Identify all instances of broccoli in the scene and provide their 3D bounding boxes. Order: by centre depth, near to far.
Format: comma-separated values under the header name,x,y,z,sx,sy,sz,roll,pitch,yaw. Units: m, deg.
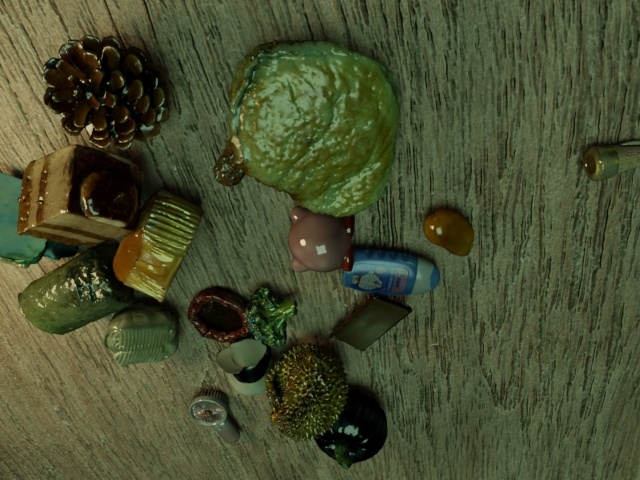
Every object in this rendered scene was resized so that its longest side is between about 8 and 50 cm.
name,x,y,z,sx,sy,sz,roll,pitch,yaw
broccoli,-0.134,0.216,1.454,0.160,0.167,0.154,-18,142,14

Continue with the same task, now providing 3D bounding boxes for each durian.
name,x,y,z,sx,sy,sz,roll,pitch,yaw
durian,-0.035,0.458,1.515,0.258,0.258,0.292,29,75,-13

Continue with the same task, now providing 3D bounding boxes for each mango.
name,x,y,z,sx,sy,sz,roll,pitch,yaw
mango,0.335,-0.025,1.314,0.159,0.084,0.105,30,104,-36

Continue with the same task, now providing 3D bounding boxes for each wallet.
name,x,y,z,sx,sy,sz,roll,pitch,yaw
wallet,0.142,0.239,1.480,0.133,0.039,0.243,24,133,-19

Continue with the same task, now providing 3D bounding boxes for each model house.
name,x,y,z,sx,sy,sz,roll,pitch,yaw
model house,-0.805,-0.016,1.339,0.261,0.225,0.241,20,150,-6

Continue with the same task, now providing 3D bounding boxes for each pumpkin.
name,x,y,z,sx,sy,sz,roll,pitch,yaw
pumpkin,0.086,0.616,1.617,0.248,0.248,0.248,2,121,3

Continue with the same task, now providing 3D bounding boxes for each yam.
name,x,y,z,sx,sy,sz,roll,pitch,yaw
yam,-0.662,0.142,1.418,0.300,0.195,0.195,-25,116,19

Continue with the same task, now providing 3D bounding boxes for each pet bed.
name,x,y,z,sx,sy,sz,roll,pitch,yaw
pet bed,-0.301,0.227,1.520,0.201,0.053,0.201,5,121,9

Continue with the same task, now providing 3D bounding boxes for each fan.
name,x,y,z,sx,sy,sz,roll,pitch,yaw
fan,-0.352,0.610,1.741,0.130,0.074,0.244,-20,118,15

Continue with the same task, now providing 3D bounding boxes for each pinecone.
name,x,y,z,sx,sy,sz,roll,pitch,yaw
pinecone,-0.469,-0.324,1.097,0.264,0.264,0.264,2,121,3

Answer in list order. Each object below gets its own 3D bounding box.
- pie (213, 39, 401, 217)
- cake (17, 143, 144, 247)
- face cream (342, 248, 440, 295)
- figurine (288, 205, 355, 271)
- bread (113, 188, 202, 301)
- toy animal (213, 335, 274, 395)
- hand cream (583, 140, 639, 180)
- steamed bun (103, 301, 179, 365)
name,x,y,z,sx,sy,sz,roll,pitch,yaw
pie,-0.006,-0.253,1.150,0.418,0.180,0.395,13,122,-12
cake,-0.544,-0.110,1.183,0.293,0.198,0.196,-13,158,36
face cream,0.194,0.091,1.388,0.264,0.083,0.149,6,132,0
figurine,0.000,0.000,1.300,0.173,0.173,0.173,2,121,3
bread,-0.431,0.011,1.315,0.156,0.204,0.288,24,125,-17
toy animal,-0.228,0.392,1.570,0.166,0.138,0.179,-6,129,0
hand cream,0.733,-0.194,1.188,0.203,0.084,0.084,-9,120,3
steamed bun,-0.537,0.266,1.514,0.218,0.144,0.211,-3,135,-30
